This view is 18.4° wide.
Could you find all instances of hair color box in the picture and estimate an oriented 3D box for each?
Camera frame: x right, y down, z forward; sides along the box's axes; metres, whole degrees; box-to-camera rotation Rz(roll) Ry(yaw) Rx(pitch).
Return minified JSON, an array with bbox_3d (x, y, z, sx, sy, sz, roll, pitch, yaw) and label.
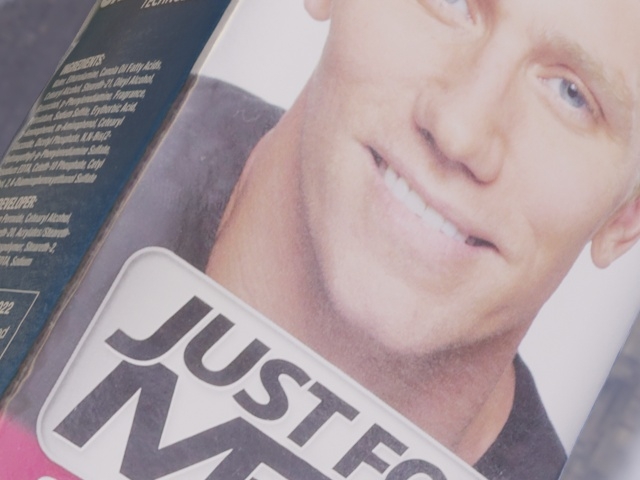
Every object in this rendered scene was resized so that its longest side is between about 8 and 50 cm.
[{"bbox_3d":[0.000,0.000,0.603,0.105,0.174,0.347,-3,-125,58],"label":"hair color box"}]
